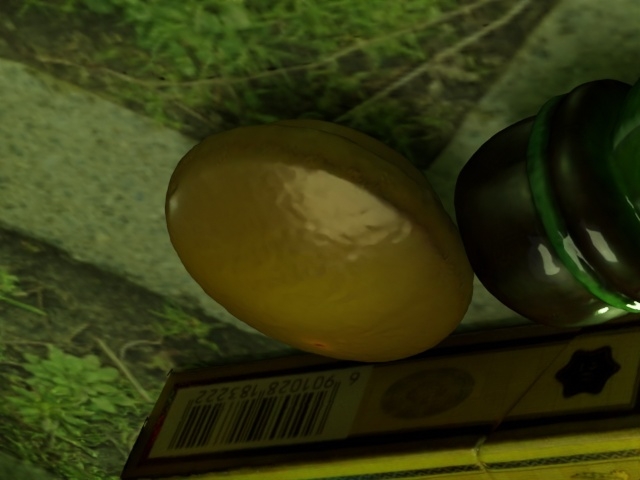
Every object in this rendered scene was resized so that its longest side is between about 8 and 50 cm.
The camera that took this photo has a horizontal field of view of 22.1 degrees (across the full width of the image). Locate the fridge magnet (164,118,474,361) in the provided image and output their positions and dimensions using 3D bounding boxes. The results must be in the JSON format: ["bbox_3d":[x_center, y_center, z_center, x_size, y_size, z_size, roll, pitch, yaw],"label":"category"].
[{"bbox_3d":[0.000,0.000,0.721,0.143,0.063,0.143,14,141,12],"label":"fridge magnet"}]

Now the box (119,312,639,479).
[{"bbox_3d":[0.076,0.137,0.827,0.301,0.084,0.193,-10,132,33],"label":"box"}]

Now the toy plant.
[{"bbox_3d":[0.133,-0.024,0.609,0.162,0.093,0.093,-22,124,41],"label":"toy plant"}]
